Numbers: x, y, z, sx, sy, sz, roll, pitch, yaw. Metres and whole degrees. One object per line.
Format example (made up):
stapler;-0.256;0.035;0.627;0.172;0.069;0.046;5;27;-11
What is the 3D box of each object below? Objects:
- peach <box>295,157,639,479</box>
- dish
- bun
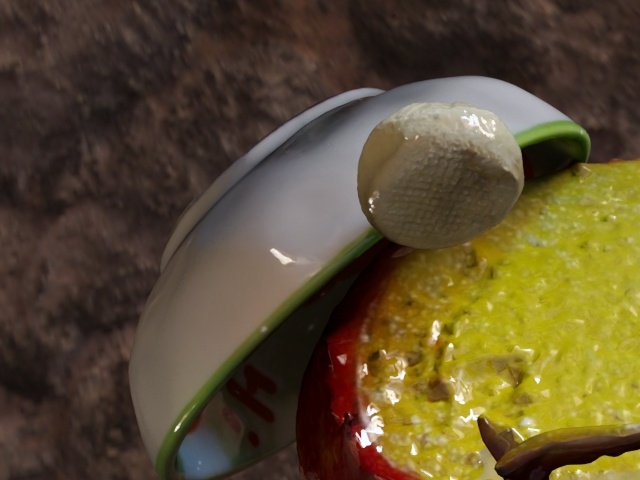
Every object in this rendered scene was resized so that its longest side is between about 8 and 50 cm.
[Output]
peach;0.195;0.139;1.141;0.406;0.335;0.310;-16;-51;-14
dish;0.000;0.000;1.155;0.324;0.124;0.324;-37;-15;-12
bun;0.059;-0.038;0.964;0.086;0.055;0.086;-5;-43;-4
